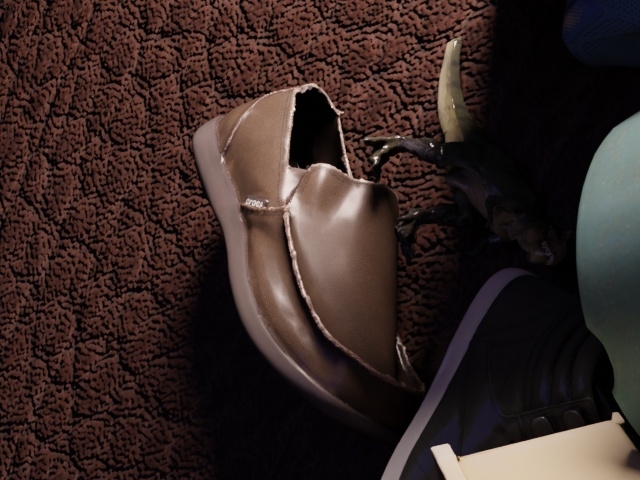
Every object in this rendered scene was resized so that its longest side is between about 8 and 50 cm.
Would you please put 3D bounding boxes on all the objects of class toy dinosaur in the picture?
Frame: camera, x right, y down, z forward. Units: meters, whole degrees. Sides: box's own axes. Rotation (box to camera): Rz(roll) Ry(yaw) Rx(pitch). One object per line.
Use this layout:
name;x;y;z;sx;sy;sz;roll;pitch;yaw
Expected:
toy dinosaur;0.104;-0.051;1.534;0.118;0.064;0.268;-18;49;-7

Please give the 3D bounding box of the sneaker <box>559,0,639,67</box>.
sneaker;0.301;-0.132;1.365;0.330;0.130;0.147;7;73;43

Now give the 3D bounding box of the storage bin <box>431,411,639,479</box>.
storage bin;0.174;0.275;1.142;0.123;0.260;0.262;-15;22;-5

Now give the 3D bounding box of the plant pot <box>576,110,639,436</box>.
plant pot;0.354;-0.001;1.143;0.334;0.341;0.341;-18;59;44

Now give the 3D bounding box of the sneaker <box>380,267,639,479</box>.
sneaker;0.138;0.164;1.385;0.147;0.104;0.295;11;74;49

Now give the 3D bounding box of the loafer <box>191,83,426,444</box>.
loafer;0.000;0.000;1.562;0.130;0.134;0.366;-42;49;19
